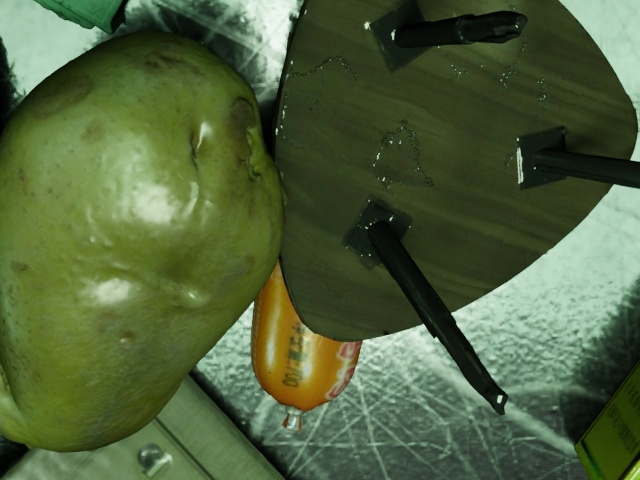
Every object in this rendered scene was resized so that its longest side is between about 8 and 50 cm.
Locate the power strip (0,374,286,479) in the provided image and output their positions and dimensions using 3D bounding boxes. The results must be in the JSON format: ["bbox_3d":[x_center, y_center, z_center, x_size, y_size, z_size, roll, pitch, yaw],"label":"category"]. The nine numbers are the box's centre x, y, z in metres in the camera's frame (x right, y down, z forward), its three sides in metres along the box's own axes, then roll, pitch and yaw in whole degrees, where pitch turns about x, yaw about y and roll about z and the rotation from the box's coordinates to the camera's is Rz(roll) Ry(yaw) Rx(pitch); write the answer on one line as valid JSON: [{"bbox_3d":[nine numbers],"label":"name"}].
[{"bbox_3d":[-0.146,0.252,1.339,0.251,0.092,0.257,47,69,-3],"label":"power strip"}]

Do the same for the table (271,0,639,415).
[{"bbox_3d":[0.127,-0.030,1.154,0.317,0.249,0.317,-7,107,-22],"label":"table"}]

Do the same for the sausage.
[{"bbox_3d":[0.000,0.000,1.298,0.093,0.093,0.312,7,102,-2],"label":"sausage"}]

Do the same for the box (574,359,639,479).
[{"bbox_3d":[0.292,0.113,1.302,0.064,0.141,0.220,35,100,-7],"label":"box"}]

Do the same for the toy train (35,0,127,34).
[{"bbox_3d":[-0.201,-0.226,1.260,0.172,0.070,0.099,31,111,-7],"label":"toy train"}]

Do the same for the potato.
[{"bbox_3d":[-0.143,0.016,1.188,0.202,0.218,0.351,25,117,-2],"label":"potato"}]
